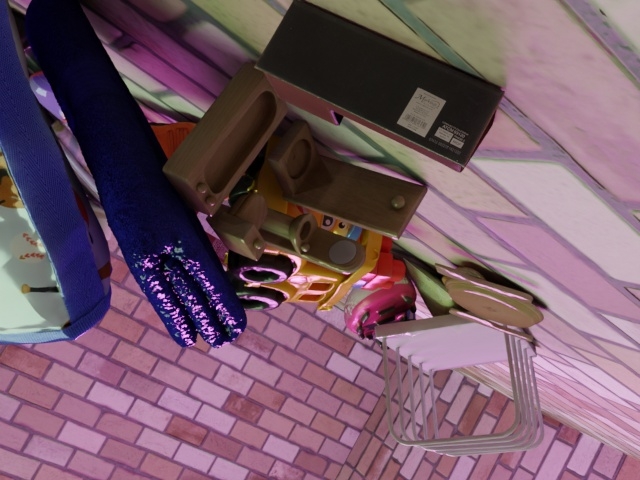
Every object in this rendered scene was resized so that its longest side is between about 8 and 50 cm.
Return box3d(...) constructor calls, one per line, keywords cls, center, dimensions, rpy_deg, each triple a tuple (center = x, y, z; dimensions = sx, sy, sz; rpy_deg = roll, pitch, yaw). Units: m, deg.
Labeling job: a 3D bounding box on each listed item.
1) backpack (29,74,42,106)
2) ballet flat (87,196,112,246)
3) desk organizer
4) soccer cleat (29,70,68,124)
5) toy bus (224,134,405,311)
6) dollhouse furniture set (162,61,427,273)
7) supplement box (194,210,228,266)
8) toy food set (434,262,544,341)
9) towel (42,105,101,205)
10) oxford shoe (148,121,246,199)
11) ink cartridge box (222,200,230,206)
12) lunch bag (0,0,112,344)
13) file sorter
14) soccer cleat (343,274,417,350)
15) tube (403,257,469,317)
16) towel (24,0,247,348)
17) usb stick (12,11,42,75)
box3d(cls="backpack", center=(-0.596, -0.206, 1.077), dimensions=(0.356, 0.290, 0.273), rpy_deg=(1, -158, 17))
box3d(cls="ballet flat", center=(-0.491, -0.016, 1.264), dimensions=(0.182, 0.163, 0.483), rpy_deg=(-4, -179, 13))
box3d(cls="desk organizer", center=(0.034, -0.083, 0.401), dimensions=(0.130, 0.047, 0.050), rpy_deg=(28, 175, 13))
box3d(cls="soccer cleat", center=(-0.315, -0.164, 0.990), dimensions=(0.083, 0.095, 0.248), rpy_deg=(-11, 166, 14))
box3d(cls="toy bus", center=(0.000, 0.000, 0.772), dimensions=(0.212, 0.149, 0.220), rpy_deg=(11, 157, -10))
box3d(cls="dollhouse furniture set", center=(-0.010, -0.047, 0.560), dimensions=(0.123, 0.144, 0.151), rpy_deg=(21, 155, 28))
box3d(cls="supplement box", center=(-0.285, -0.044, 1.680), dimensions=(0.194, 0.129, 0.191), rpy_deg=(34, 172, -31))
box3d(cls="toy food set", center=(0.210, 0.066, 0.854), dimensions=(0.133, 0.038, 0.192), rpy_deg=(19, 165, 22))
box3d(cls="towel", center=(-0.422, -0.140, 1.313), dimensions=(0.321, 0.090, 0.374), rpy_deg=(33, 162, 43))
box3d(cls="oxford shoe", center=(-0.167, -0.118, 0.933), dimensions=(0.272, 0.096, 0.098), rpy_deg=(17, -158, 31))
box3d(cls="ink cartridge box", center=(-0.283, -0.127, 1.347), dimensions=(0.165, 0.065, 0.333), rpy_deg=(33, 173, -31))
box3d(cls="lunch bag", center=(-0.350, -0.106, 0.575), dimensions=(0.386, 0.239, 0.327), rpy_deg=(23, 136, 31))
box3d(cls="file sorter", center=(0.223, 0.228, 1.058), dimensions=(0.193, 0.173, 0.278), rpy_deg=(-11, 156, 21))
box3d(cls="soccer cleat", center=(0.084, 0.084, 1.117), dimensions=(0.331, 0.116, 0.143), rpy_deg=(62, -176, -70))
box3d(cls="tube", center=(0.192, 0.097, 1.059), dimensions=(0.070, 0.062, 0.240), rpy_deg=(-5, 155, 22))
box3d(cls="towel", center=(-0.177, -0.057, 0.644), dimensions=(0.308, 0.076, 0.227), rpy_deg=(58, 174, 28))
box3d(cls="usb stick", center=(-0.386, -0.245, 0.971), dimensions=(0.077, 0.045, 0.278), rpy_deg=(36, 174, 1))
